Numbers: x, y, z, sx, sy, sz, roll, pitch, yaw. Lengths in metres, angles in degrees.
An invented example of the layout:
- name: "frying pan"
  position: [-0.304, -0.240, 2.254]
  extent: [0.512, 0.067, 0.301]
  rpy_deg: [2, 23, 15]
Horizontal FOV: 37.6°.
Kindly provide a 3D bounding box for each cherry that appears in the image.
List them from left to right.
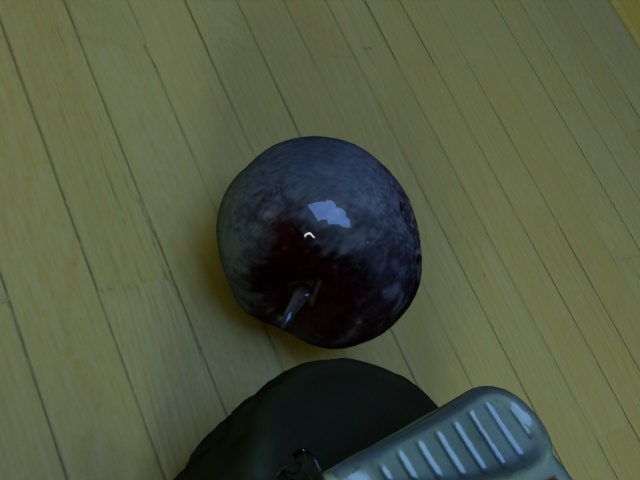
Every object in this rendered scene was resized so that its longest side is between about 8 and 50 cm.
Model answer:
- name: "cherry"
  position: [0.000, 0.000, 1.114]
  extent: [0.255, 0.218, 0.296]
  rpy_deg: [35, 32, -15]

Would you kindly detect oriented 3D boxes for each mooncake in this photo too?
- name: "mooncake"
  position: [0.020, 0.304, 0.916]
  extent: [0.356, 0.194, 0.357]
  rpy_deg: [25, 46, -29]

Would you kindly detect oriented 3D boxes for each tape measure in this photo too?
- name: "tape measure"
  position: [0.113, 0.253, 0.797]
  extent: [0.243, 0.125, 0.246]
  rpy_deg: [-17, 70, -41]
